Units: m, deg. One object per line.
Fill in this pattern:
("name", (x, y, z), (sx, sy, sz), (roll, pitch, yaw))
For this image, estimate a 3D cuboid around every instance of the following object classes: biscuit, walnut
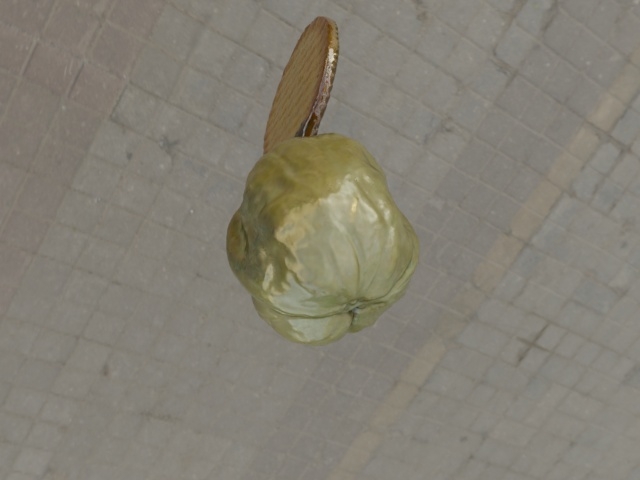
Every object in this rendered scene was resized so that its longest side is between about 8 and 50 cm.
("biscuit", (-0.039, -0.272, 1.315), (0.040, 0.318, 0.318), (16, 110, -20))
("walnut", (0.000, 0.002, 0.993), (0.253, 0.277, 0.282), (-28, 134, 5))
